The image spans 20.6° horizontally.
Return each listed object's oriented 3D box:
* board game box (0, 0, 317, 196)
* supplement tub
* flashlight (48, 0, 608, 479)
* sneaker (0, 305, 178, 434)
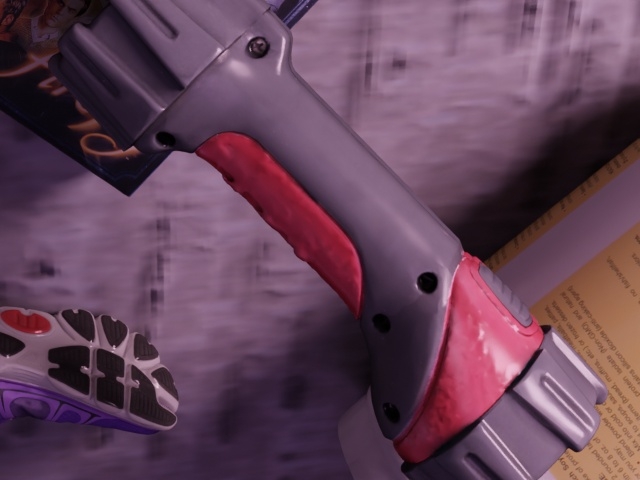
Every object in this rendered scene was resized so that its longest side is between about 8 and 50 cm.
[{"bbox_3d":[-0.131,-0.147,0.854,0.165,0.042,0.243,-45,125,14],"label":"board game box"},{"bbox_3d":[0.199,0.078,0.994,0.331,0.241,0.241,-39,126,11],"label":"supplement tub"},{"bbox_3d":[0.000,0.000,0.837,0.304,0.103,0.103,44,59,-4],"label":"flashlight"},{"bbox_3d":[-0.163,0.077,0.998,0.170,0.068,0.071,17,132,-18],"label":"sneaker"}]
